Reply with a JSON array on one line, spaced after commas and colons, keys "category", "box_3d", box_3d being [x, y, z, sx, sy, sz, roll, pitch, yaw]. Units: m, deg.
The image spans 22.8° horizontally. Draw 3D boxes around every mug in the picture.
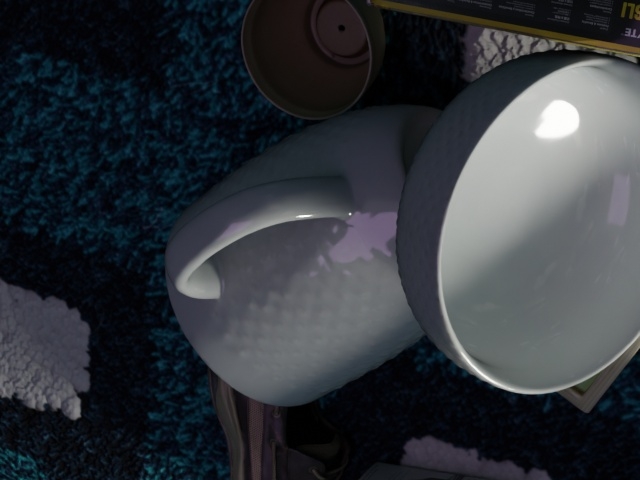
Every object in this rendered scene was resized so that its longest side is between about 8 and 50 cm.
[{"category": "mug", "box_3d": [0.000, 0.000, 1.722, 0.328, 0.374, 0.276, -32, 67, 39]}]

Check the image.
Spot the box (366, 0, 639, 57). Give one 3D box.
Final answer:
[{"category": "box", "box_3d": [0.242, -0.231, 1.557, 0.322, 0.257, 0.079, 15, 102, 23]}]

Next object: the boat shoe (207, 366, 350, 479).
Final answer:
[{"category": "boat shoe", "box_3d": [-0.039, 0.280, 2.025, 0.130, 0.132, 0.355, -6, 110, 31]}]

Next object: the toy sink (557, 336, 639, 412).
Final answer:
[{"category": "toy sink", "box_3d": [0.256, 0.050, 1.757, 0.234, 0.131, 0.152, 38, 124, 10]}]

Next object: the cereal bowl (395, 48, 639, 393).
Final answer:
[{"category": "cereal bowl", "box_3d": [0.204, -0.028, 1.555, 0.141, 0.339, 0.338, 24, 126, 52]}]

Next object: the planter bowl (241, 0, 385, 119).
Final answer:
[{"category": "planter bowl", "box_3d": [0.008, -0.229, 1.784, 0.162, 0.109, 0.162, 12, 117, 25]}]

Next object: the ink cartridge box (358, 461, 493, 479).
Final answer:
[{"category": "ink cartridge box", "box_3d": [0.154, 0.377, 1.984, 0.218, 0.092, 0.158, 6, 114, 29]}]
